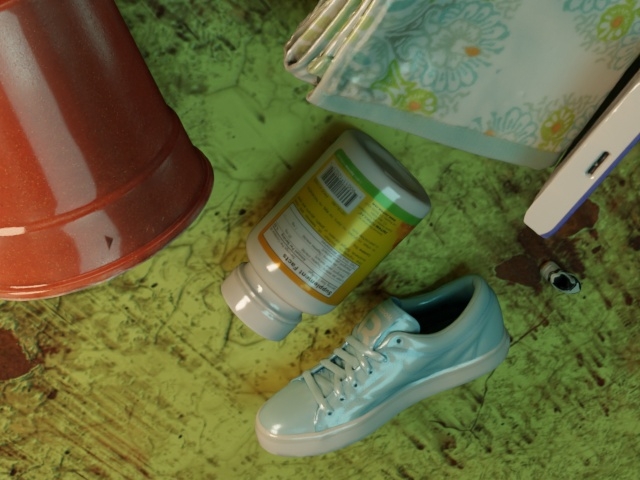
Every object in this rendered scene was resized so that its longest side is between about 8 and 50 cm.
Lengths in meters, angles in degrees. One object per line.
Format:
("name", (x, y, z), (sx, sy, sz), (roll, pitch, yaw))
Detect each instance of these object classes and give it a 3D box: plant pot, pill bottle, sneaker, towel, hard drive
("plant pot", (-0.269, -0.131, 1.159), (0.272, 0.272, 0.265), (-22, 123, -6))
("pill bottle", (0.000, 0.000, 1.440), (0.136, 0.136, 0.246), (32, 109, -38))
("sneaker", (0.069, 0.145, 1.601), (0.365, 0.135, 0.150), (-26, 125, -14))
("sneaker", (0.335, 0.060, 1.697), (0.083, 0.037, 0.032), (27, 110, -38))
("towel", (0.184, -0.235, 1.211), (0.374, 0.090, 0.320), (11, 129, -35))
("hard drive", (0.338, -0.146, 1.358), (0.040, 0.319, 0.210), (39, 126, 4))
